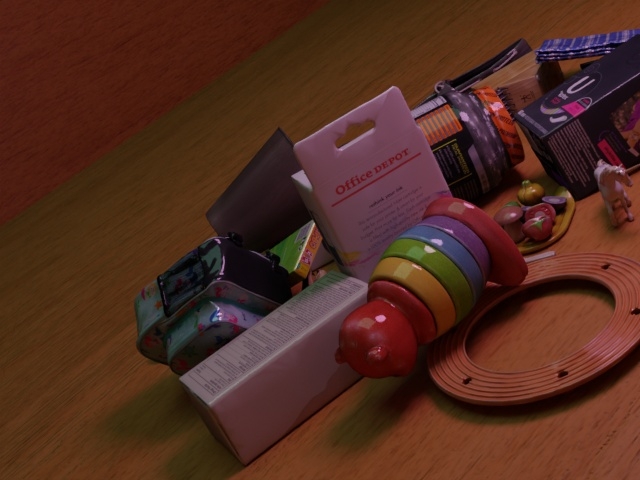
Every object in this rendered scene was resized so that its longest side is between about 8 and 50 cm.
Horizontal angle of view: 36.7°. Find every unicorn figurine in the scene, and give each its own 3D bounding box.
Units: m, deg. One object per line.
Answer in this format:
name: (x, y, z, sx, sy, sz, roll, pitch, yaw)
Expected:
unicorn figurine: (0.462, -0.083, 1.516, 0.060, 0.111, 0.162, -26, 22, 1)

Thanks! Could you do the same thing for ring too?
ring: (0.308, 0.123, 1.348, 0.336, 0.032, 0.337, -23, 23, 10)

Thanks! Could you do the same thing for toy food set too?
toy food set: (0.347, -0.042, 1.614, 0.128, 0.071, 0.218, -13, 26, 33)

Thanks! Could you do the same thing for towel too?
towel: (0.621, -0.421, 1.999, 0.335, 0.040, 0.243, -4, 17, 20)

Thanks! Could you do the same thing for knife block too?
knife block: (0.398, -0.324, 2.160, 0.242, 0.088, 0.276, -12, 26, 32)

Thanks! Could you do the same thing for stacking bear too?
stacking bear: (0.138, 0.085, 1.394, 0.175, 0.164, 0.289, 0, 39, 51)

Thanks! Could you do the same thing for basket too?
basket: (-0.105, -0.078, 1.925, 0.227, 0.204, 0.154, -39, 10, 3)

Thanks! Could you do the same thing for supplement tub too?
supplement tub: (0.201, -0.148, 1.838, 0.337, 0.207, 0.207, -26, 22, 3)

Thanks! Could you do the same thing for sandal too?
sandal: (0.008, 0.104, 1.712, 0.079, 0.088, 0.240, 6, 23, -3)

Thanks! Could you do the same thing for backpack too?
backpack: (-0.187, 0.133, 1.636, 0.253, 0.225, 0.191, -30, 53, 30)

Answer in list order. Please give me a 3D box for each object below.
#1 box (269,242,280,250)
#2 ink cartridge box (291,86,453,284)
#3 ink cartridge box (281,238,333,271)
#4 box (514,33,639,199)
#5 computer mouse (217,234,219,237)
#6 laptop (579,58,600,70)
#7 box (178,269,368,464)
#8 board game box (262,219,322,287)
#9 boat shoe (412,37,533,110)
box: (-0.069, -0.084, 2.081, 0.158, 0.156, 0.093, -21, 21, 15)
ink cartridge box: (0.096, -0.057, 1.558, 0.207, 0.354, 0.119, -30, 22, -8)
ink cartridge box: (0.000, 0.000, 1.937, 0.150, 0.063, 0.109, -28, 21, 2)
box: (0.504, -0.220, 1.687, 0.270, 0.143, 0.165, -33, 21, 6)
computer mouse: (-0.164, -0.058, 2.289, 0.106, 0.042, 0.193, -15, 25, 31)
laptop: (0.662, -0.358, 1.859, 0.234, 0.264, 0.137, -11, 63, 36)
box: (-0.047, 0.188, 1.493, 0.311, 0.121, 0.148, -34, 23, -16)
board game box: (-0.081, 0.055, 1.810, 0.259, 0.039, 0.124, -30, 31, 52)
boat shoe: (0.360, -0.385, 2.330, 0.335, 0.096, 0.112, -23, 22, 12)
